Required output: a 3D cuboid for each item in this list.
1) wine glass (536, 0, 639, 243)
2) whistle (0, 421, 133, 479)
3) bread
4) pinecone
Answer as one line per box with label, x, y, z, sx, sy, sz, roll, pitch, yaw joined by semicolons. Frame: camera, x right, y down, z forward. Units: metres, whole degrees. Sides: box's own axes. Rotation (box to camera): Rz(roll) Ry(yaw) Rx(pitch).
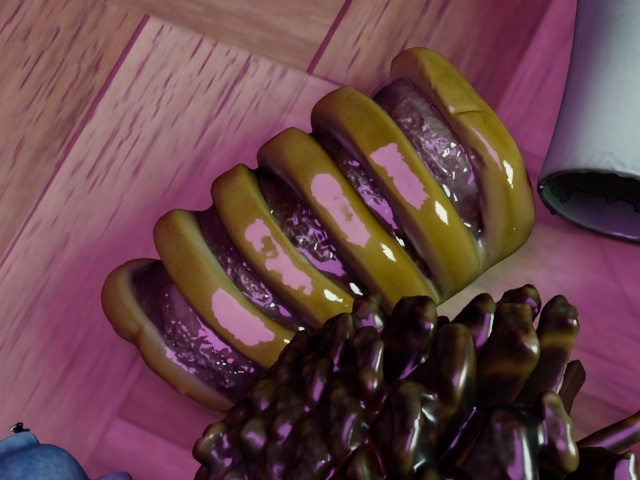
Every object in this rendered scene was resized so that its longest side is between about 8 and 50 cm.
wine glass;0.182;-0.117;0.828;0.103;0.103;0.231;11;71;18
whistle;-0.210;0.174;0.756;0.269;0.180;0.093;-29;64;-10
bread;0.000;0.000;0.831;0.225;0.081;0.134;-38;65;-4
pinecone;0.047;0.121;0.703;0.201;0.229;0.203;-8;81;-28
